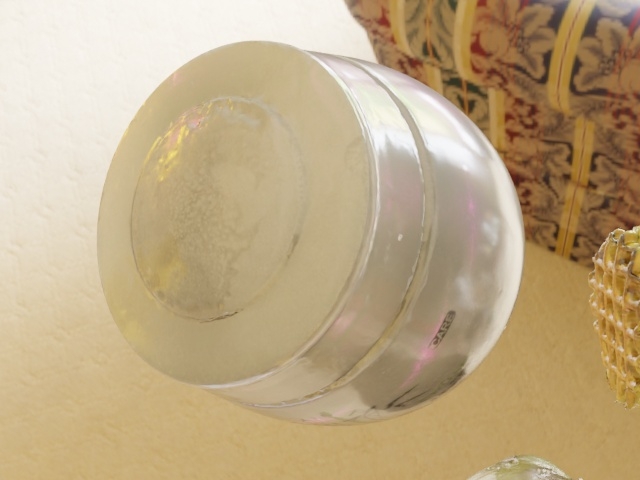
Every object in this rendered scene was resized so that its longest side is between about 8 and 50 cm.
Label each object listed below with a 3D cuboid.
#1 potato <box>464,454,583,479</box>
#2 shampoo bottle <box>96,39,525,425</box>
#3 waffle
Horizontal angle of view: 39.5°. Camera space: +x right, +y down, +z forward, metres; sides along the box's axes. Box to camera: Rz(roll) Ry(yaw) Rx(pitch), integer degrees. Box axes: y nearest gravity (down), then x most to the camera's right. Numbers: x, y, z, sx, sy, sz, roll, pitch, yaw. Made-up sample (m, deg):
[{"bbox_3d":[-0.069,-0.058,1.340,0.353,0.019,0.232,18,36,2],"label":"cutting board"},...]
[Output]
[{"bbox_3d":[0.201,0.336,0.760,0.218,0.202,0.351,-4,35,10],"label":"potato"},{"bbox_3d":[0.000,0.000,0.662,0.273,0.266,0.273,-6,79,33],"label":"shampoo bottle"},{"bbox_3d":[0.438,0.112,1.270,0.059,0.243,0.237,-3,51,-1],"label":"waffle"}]
